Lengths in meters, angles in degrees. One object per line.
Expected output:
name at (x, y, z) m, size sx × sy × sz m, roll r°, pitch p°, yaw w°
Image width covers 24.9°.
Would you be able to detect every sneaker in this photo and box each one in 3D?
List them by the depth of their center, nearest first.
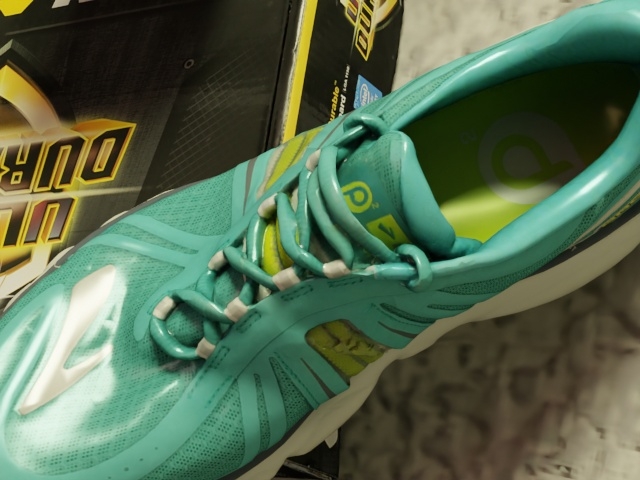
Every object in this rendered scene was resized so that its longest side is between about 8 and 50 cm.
sneaker at (0.000, 0.000, 0.464) m, size 0.275 × 0.110 × 0.107 m, roll -31°, pitch 78°, yaw -7°

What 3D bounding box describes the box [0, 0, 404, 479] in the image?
box at (-0.122, -0.031, 0.655) m, size 0.322 × 0.079 × 0.257 m, roll -3°, pitch 69°, yaw 35°
